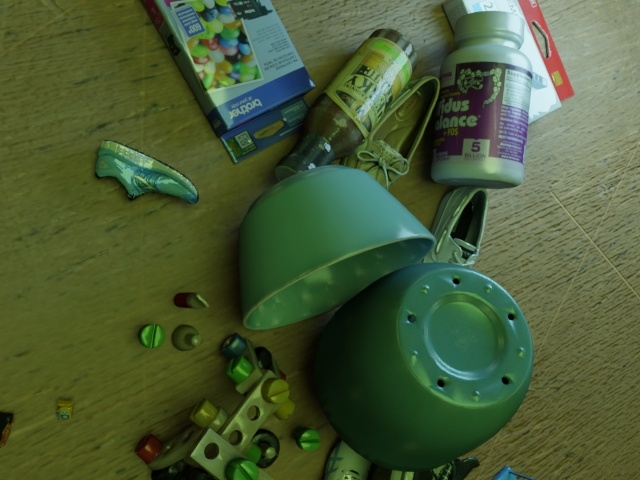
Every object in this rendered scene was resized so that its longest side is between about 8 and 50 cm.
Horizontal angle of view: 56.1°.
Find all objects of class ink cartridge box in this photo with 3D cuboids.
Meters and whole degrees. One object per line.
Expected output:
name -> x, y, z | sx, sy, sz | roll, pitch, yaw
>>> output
ink cartridge box -> 0.422, -0.405, 1.260 | 0.261, 0.066, 0.296 | -29, 97, -24
ink cartridge box -> -0.137, -0.304, 0.985 | 0.186, 0.065, 0.311 | -32, 101, -25

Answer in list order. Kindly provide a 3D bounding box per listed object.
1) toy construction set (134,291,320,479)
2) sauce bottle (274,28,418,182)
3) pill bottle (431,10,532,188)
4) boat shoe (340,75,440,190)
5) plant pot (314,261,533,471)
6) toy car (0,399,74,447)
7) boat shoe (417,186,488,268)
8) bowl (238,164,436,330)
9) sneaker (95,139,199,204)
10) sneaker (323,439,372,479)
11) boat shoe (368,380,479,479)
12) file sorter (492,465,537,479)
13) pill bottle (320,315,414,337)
toy construction set -> -0.132, 0.220, 0.832 | 0.258, 0.237, 0.308 | -23, 94, -26
sauce bottle -> 0.045, -0.218, 1.022 | 0.111, 0.111, 0.344 | 41, 65, -16
pill bottle -> 0.299, -0.253, 1.109 | 0.169, 0.169, 0.301 | 5, 89, -25
boat shoe -> 0.124, -0.181, 1.079 | 0.105, 0.089, 0.285 | 32, 72, -19
plant pot -> 0.157, 0.163, 0.850 | 0.293, 0.235, 0.293 | 5, 64, -11
toy car -> -0.395, 0.255, 0.806 | 0.122, 0.060, 0.040 | -4, 118, -19
boat shoe -> 0.251, 0.022, 1.119 | 0.096, 0.088, 0.267 | 30, 72, -20
bowl -> 0.000, 0.000, 0.914 | 0.312, 0.311, 0.163 | -16, 71, -26
sneaker -> -0.263, -0.090, 0.912 | 0.162, 0.063, 0.073 | 25, 92, -17
sneaker -> 0.033, 0.428, 0.974 | 0.085, 0.086, 0.237 | 31, 71, -18
boat shoe -> 0.175, 0.370, 0.988 | 0.156, 0.187, 0.500 | 22, 69, -1
file sorter -> 0.382, 0.538, 1.118 | 0.118, 0.104, 0.170 | -33, 98, -25
pill bottle -> 0.090, 0.151, 1.025 | 0.169, 0.094, 0.094 | -35, 100, -25
